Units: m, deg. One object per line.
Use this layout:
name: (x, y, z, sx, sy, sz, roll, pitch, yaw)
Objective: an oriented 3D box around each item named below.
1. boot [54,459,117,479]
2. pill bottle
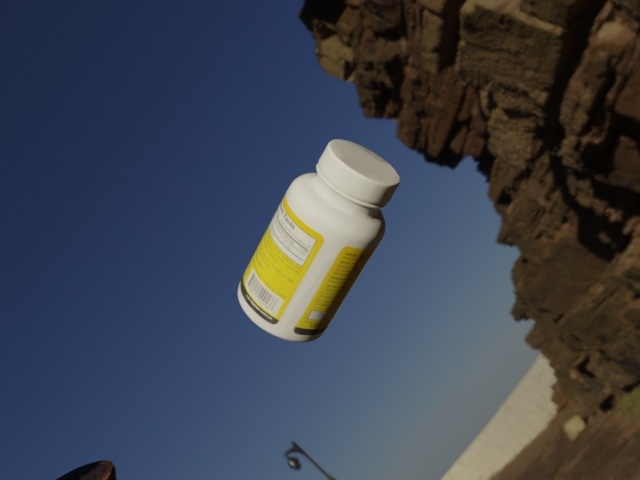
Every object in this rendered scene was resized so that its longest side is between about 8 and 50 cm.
boot: (-0.276, 0.323, 0.724, 0.219, 0.106, 0.082, -37, 19, -7)
pill bottle: (0.000, 0.000, 0.435, 0.065, 0.065, 0.116, -19, -36, -57)
